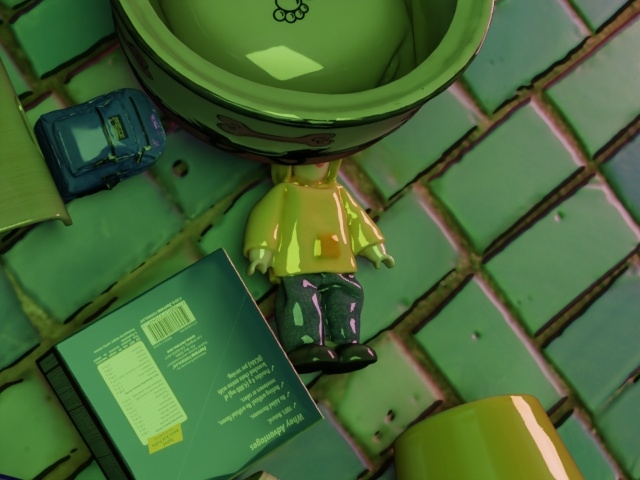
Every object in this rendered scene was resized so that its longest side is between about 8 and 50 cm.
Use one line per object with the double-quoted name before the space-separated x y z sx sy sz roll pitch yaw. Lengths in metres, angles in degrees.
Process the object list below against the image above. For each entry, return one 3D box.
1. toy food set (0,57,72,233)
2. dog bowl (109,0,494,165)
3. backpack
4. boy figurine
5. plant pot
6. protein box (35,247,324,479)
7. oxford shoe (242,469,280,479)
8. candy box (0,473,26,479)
"toy food set" -0.429 -0.067 1.576 0.306 0.092 0.220 -19 75 -21
"dog bowl" -0.033 -0.257 1.645 0.407 0.150 0.408 6 61 -11
"backpack" -0.220 -0.102 1.634 0.120 0.101 0.098 -20 93 -21
"boy figurine" 0.000 0.000 1.683 0.177 0.092 0.285 4 73 -28
"plant pot" 0.184 0.297 1.627 0.254 0.254 0.239 -9 69 -19
"protein box" -0.144 0.150 1.592 0.199 0.136 0.201 -31 91 -21
"oxford shoe" -0.167 0.413 1.528 0.449 0.169 0.130 -42 96 -25
"candy box" -0.334 0.343 1.400 0.122 0.317 0.268 19 74 -12
